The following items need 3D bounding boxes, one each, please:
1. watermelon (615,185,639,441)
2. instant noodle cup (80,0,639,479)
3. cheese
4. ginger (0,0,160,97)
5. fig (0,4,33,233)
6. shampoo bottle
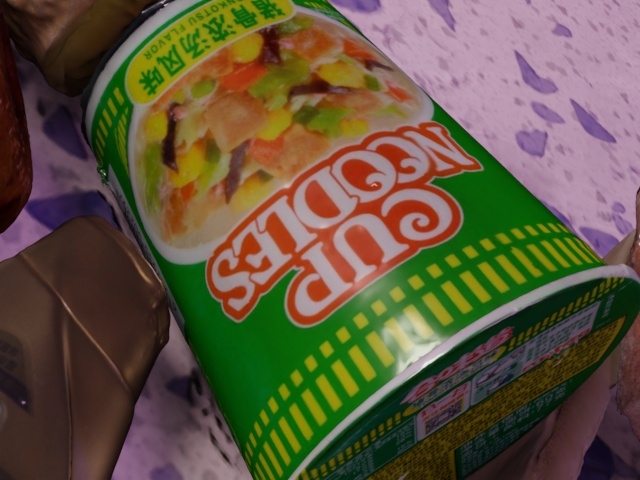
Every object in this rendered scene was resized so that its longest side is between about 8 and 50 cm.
[{"bbox_3d":[0.256,0.051,0.709,0.176,0.260,0.256,-21,84,-45],"label":"watermelon"},{"bbox_3d":[0.000,0.000,0.627,0.207,0.207,0.232,-8,53,-48],"label":"instant noodle cup"},{"bbox_3d":[0.127,0.099,0.722,0.034,0.085,0.400,46,36,-4],"label":"cheese"},{"bbox_3d":[-0.115,-0.186,0.690,0.221,0.130,0.276,68,13,17],"label":"ginger"},{"bbox_3d":[-0.217,-0.044,0.527,0.201,0.146,0.133,-22,40,-11],"label":"fig"},{"bbox_3d":[-0.147,0.112,0.447,0.125,0.084,0.350,41,36,-9],"label":"shampoo bottle"}]
